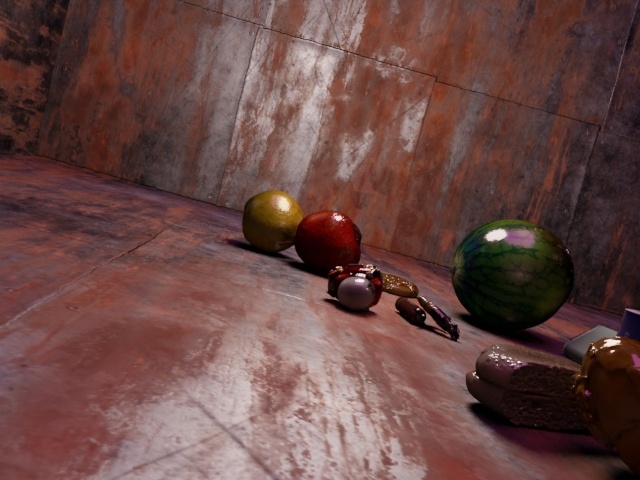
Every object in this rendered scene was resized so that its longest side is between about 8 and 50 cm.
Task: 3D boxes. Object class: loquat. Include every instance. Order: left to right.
[{"bbox_3d":[-0.145,-0.061,2.061,0.246,0.213,0.213,10,5,-4],"label":"loquat"}]

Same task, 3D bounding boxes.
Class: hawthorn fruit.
[{"bbox_3d":[0.000,0.000,1.963,0.266,0.210,0.230,4,13,8],"label":"hawthorn fruit"}]

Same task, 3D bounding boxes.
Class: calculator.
[{"bbox_3d":[0.746,0.288,1.591,0.141,0.045,0.246,-26,11,-7],"label":"calculator"}]

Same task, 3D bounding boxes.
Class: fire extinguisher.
[{"bbox_3d":[0.236,0.184,1.554,0.064,0.043,0.158,58,-5,-14],"label":"fire extinguisher"}]

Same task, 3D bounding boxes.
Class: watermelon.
[{"bbox_3d":[0.568,0.104,1.825,0.363,0.363,0.363,16,5,-1],"label":"watermelon"}]

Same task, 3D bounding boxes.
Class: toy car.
[{"bbox_3d":[0.081,0.123,1.486,0.139,0.112,0.112,7,20,8],"label":"toy car"}]

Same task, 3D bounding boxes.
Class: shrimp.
[{"bbox_3d":[0.300,0.194,1.508,0.161,0.034,0.091,47,-1,42],"label":"shrimp"}]

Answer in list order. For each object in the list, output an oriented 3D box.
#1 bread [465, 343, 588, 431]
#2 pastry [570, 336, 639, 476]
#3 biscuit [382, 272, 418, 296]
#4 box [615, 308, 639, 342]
[{"bbox_3d":[0.380,0.242,1.031,0.337,0.102,0.183,14,5,-25],"label":"bread"},{"bbox_3d":[0.479,0.259,0.808,0.255,0.162,0.311,25,9,-35],"label":"pastry"},{"bbox_3d":[0.223,0.139,2.014,0.226,0.042,0.226,16,6,-2],"label":"biscuit"},{"bbox_3d":[0.712,0.260,1.281,0.299,0.200,0.106,11,9,-46],"label":"box"}]
